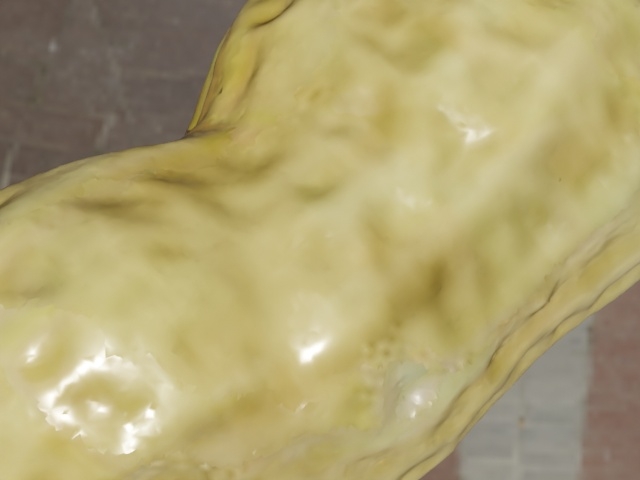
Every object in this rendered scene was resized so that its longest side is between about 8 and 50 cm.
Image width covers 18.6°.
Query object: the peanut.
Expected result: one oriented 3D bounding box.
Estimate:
[{"bbox_3d":[0.000,0.000,0.588,0.147,0.305,0.147,42,158,21],"label":"peanut"}]
